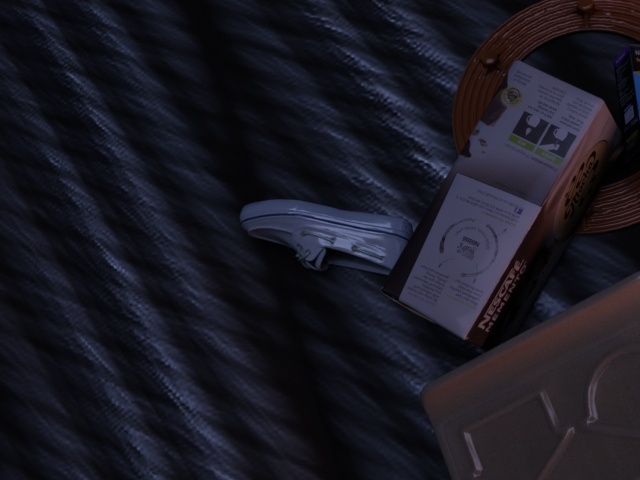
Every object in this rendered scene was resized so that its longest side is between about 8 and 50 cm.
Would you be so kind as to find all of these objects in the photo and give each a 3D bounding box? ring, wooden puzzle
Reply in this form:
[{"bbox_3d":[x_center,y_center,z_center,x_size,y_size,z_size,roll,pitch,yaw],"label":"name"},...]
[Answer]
[{"bbox_3d":[0.327,-0.169,1.397,0.337,0.032,0.336,-6,69,16],"label":"ring"},{"bbox_3d":[0.301,0.251,1.183,0.322,0.080,0.347,-33,66,27],"label":"wooden puzzle"}]

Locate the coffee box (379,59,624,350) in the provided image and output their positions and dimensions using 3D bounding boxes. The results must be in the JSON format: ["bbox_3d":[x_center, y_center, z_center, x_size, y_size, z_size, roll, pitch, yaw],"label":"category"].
[{"bbox_3d":[0.211,-0.029,1.282,0.119,0.168,0.297,30,91,26],"label":"coffee box"}]

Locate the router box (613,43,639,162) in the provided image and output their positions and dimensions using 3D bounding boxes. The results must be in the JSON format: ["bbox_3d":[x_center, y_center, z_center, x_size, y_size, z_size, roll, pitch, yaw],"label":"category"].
[{"bbox_3d":[0.432,-0.149,1.298,0.179,0.046,0.133,4,68,-15],"label":"router box"}]

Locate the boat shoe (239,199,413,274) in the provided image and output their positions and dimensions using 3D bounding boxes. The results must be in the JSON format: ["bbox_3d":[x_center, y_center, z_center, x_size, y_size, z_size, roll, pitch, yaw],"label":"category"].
[{"bbox_3d":[0.000,0.000,1.413,0.226,0.083,0.075,5,71,20],"label":"boat shoe"}]
